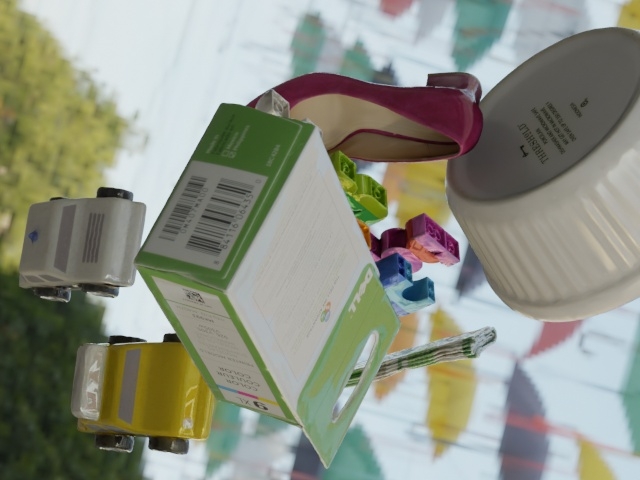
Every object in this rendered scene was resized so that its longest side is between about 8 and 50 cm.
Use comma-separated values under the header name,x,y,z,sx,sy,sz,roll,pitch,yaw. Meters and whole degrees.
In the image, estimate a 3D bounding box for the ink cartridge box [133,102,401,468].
name,x,y,z,sx,sy,sz,roll,pitch,yaw
ink cartridge box,-0.024,0.030,1.014,0.109,0.062,0.209,-63,152,-24

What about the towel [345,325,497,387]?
name,x,y,z,sx,sy,sz,roll,pitch,yaw
towel,0.097,0.120,1.807,0.113,0.152,0.023,-11,84,-73

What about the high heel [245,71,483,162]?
name,x,y,z,sx,sy,sz,roll,pitch,yaw
high heel,0.025,-0.093,1.599,0.117,0.244,0.082,-71,154,-59

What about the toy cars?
name,x,y,z,sx,sy,sz,roll,pitch,yaw
toy cars,-0.208,0.063,1.619,0.176,0.087,0.393,-58,-141,23

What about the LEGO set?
name,x,y,z,sx,sy,sz,roll,pitch,yaw
LEGO set,0.000,0.000,1.276,0.093,0.227,0.087,-25,-132,28

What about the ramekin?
name,x,y,z,sx,sy,sz,roll,pitch,yaw
ramekin,0.232,-0.069,1.577,0.273,0.127,0.273,-31,-151,20
